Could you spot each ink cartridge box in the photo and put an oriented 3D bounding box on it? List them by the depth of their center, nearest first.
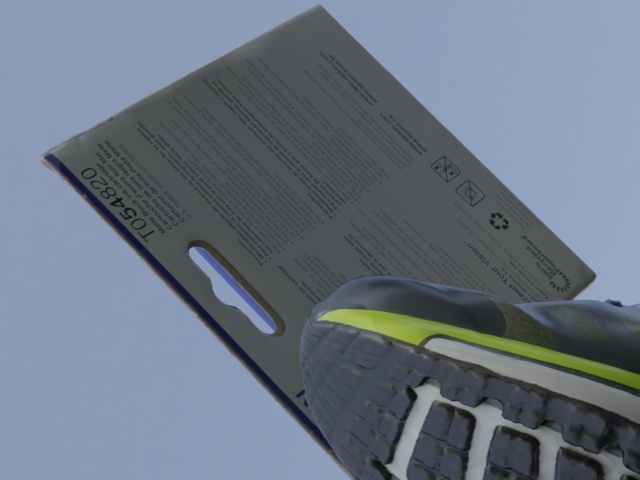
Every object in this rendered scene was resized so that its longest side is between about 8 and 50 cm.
[{"bbox_3d":[0.000,0.000,0.893,0.223,0.045,0.224,46,-135,11],"label":"ink cartridge box"}]

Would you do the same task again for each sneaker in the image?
[{"bbox_3d":[0.141,0.057,0.623,0.300,0.111,0.121,12,-134,-2],"label":"sneaker"}]
